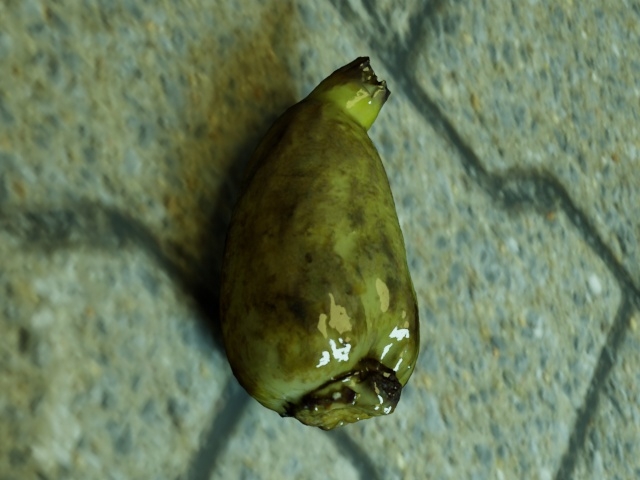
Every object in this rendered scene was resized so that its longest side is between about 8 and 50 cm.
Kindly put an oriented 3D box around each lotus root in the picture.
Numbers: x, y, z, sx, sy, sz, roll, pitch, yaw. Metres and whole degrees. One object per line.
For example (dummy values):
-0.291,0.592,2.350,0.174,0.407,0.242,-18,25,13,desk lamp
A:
0.000,0.000,0.763,0.108,0.094,0.190,42,43,-61,lotus root
